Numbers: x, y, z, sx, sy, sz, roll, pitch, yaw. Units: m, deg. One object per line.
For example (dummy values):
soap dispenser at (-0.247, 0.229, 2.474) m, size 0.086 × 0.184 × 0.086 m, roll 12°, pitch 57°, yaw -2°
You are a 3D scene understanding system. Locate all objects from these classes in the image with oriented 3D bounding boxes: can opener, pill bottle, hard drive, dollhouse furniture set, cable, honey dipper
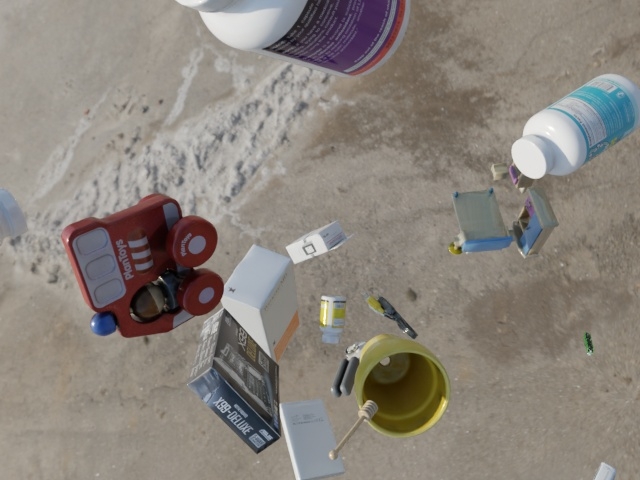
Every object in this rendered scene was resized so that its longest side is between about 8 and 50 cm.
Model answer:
can opener at (0.110, 0.448, 1.722) m, size 0.074 × 0.280 × 0.093 m, roll -22°, pitch 103°, yaw 26°
pill bottle at (0.539, -0.234, 1.052) m, size 0.264 × 0.146 × 0.146 m, roll -31°, pitch 56°, yaw -12°
hard drive at (-0.038, 0.793, 1.983) m, size 0.040 × 0.202 × 0.308 m, roll -61°, pitch 37°, yaw 39°
dollhouse furniture set at (0.518, -0.076, 1.532) m, size 0.302 × 0.198 × 0.287 m, roll -7°, pitch 60°, yaw 0°
pill bottle at (-0.030, -0.320, 0.626) m, size 0.181 × 0.322 × 0.182 m, roll 5°, pitch 99°, yaw 36°
cable at (0.276, 0.303, 1.891) m, size 0.072 × 0.139 × 0.287 m, roll -46°, pitch 44°, yaw 4°
honey dipper at (0.068, 0.389, 1.011) m, size 0.030 × 0.160 × 0.031 m, roll 18°, pitch 124°, yaw 29°
pill bottle at (0.031, 0.201, 1.265) m, size 0.065 × 0.065 × 0.117 m, roll 3°, pitch 86°, yaw 33°
pill bottle at (-0.851, -0.022, 1.154) m, size 0.153 × 0.264 × 0.153 m, roll 23°, pitch 128°, yaw 33°

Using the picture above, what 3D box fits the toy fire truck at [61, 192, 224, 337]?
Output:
toy fire truck at (-0.344, 0.063, 0.969) m, size 0.169 × 0.253 × 0.303 m, roll 29°, pitch 133°, yaw 37°

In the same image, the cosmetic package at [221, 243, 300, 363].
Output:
cosmetic package at (-0.201, 0.252, 1.785) m, size 0.161 × 0.454 × 0.230 m, roll 20°, pitch 56°, yaw 17°

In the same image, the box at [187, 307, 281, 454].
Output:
box at (-0.202, 0.333, 1.227) m, size 0.076 × 0.242 × 0.307 m, roll -36°, pitch 16°, yaw 6°

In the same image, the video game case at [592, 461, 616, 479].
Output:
video game case at (0.338, 0.409, 0.667) m, size 0.022 × 0.191 × 0.173 m, roll 26°, pitch 58°, yaw 36°

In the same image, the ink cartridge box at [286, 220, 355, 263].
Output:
ink cartridge box at (0.000, 0.000, 1.434) m, size 0.180 × 0.104 × 0.060 m, roll -23°, pitch 98°, yaw 41°

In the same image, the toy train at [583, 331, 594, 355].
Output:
toy train at (0.675, 0.261, 1.246) m, size 0.017 × 0.083 × 0.024 m, roll 9°, pitch 116°, yaw 18°

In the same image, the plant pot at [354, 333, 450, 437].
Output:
plant pot at (0.211, 0.386, 1.414) m, size 0.253 × 0.239 × 0.254 m, roll -1°, pitch 99°, yaw -6°
